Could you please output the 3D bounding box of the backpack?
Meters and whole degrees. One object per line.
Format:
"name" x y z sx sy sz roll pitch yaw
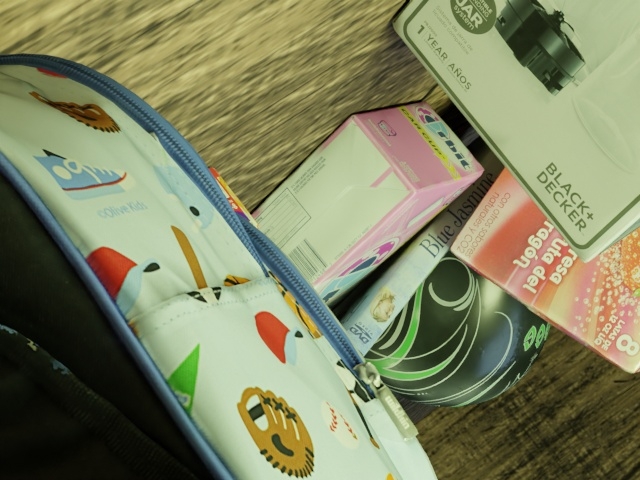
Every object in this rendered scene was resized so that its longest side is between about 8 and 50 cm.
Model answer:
"backpack" -0.104 0.073 0.618 0.276 0.263 0.213 -34 179 21

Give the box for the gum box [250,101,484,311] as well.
"gum box" 0.000 0.000 1.202 0.188 0.062 0.107 -43 168 25

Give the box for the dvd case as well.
"dvd case" 0.056 0.010 1.316 0.253 0.022 0.180 -50 -175 -27

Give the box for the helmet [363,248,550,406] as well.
"helmet" 0.097 0.052 1.533 0.169 0.169 0.161 -23 145 -55

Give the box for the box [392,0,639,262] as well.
"box" 0.182 -0.141 0.926 0.087 0.169 0.290 -28 164 -45

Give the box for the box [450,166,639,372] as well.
"box" 0.230 -0.073 1.250 0.300 0.142 0.154 -56 169 3

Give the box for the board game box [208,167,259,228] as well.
"board game box" -0.132 0.035 0.955 0.147 0.045 0.193 -43 169 23
